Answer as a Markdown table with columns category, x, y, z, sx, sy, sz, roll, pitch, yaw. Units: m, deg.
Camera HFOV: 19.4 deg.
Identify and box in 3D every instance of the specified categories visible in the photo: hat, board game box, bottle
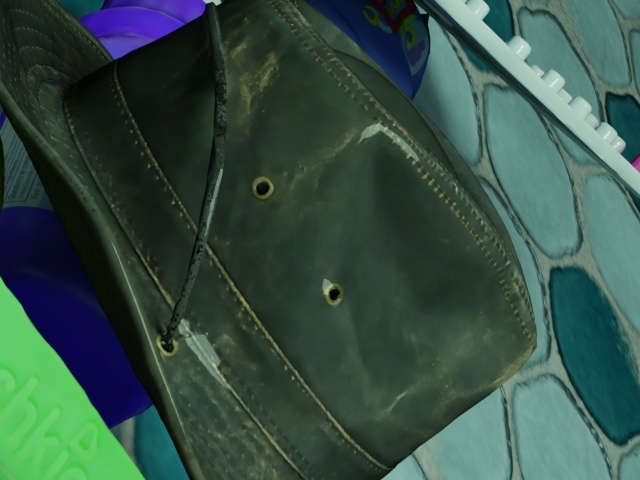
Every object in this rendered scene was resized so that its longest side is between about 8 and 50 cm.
| category | x | y | z | sx | sy | sz | roll | pitch | yaw |
| --- | --- | --- | --- | --- | --- | --- | --- | --- | --- |
| hat | 0.000 | 0.000 | 0.741 | 0.331 | 0.134 | 0.331 | 60 | 4 | -8 |
| board game box | 0.061 | -0.194 | 1.229 | 0.390 | 0.050 | 0.390 | 36 | 9 | -46 |
| bottle | -0.102 | -0.037 | 0.920 | 0.118 | 0.092 | 0.283 | 46 | 32 | -25 |

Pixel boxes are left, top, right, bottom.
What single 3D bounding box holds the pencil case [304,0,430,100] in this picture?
| category | x | y | z | sx | sy | sz | roll | pitch | yaw |
| --- | --- | --- | --- | --- | --- | --- | --- | --- | --- |
| pencil case | -0.016 | -0.059 | 1.127 | 0.133 | 0.119 | 0.306 | 58 | 29 | -23 |

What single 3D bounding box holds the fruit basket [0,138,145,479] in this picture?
| category | x | y | z | sx | sy | sz | roll | pitch | yaw |
| --- | --- | --- | --- | --- | --- | --- | --- | --- | --- |
| fruit basket | -0.183 | 0.012 | 0.603 | 0.392 | 0.283 | 0.392 | 1 | 89 | -56 |
